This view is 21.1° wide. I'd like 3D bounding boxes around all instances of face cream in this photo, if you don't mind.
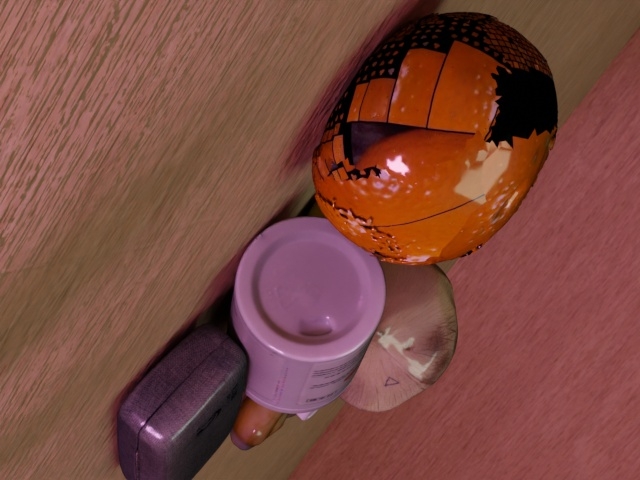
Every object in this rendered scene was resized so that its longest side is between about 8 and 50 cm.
[{"bbox_3d":[-0.028,0.103,1.753,0.145,0.145,0.369,-47,172,-19],"label":"face cream"}]

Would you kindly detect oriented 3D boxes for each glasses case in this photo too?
[{"bbox_3d":[-0.143,0.183,1.747,0.131,0.074,0.323,-48,172,-18],"label":"glasses case"}]

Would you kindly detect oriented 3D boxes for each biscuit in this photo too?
[{"bbox_3d":[-0.005,0.153,2.377,0.290,0.062,0.237,-54,170,29],"label":"biscuit"}]

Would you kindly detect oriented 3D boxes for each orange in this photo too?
[{"bbox_3d":[0.100,-0.088,1.490,0.234,0.182,0.234,-36,162,-14],"label":"orange"}]

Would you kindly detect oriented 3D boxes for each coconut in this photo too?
[{"bbox_3d":[0.073,0.106,2.117,0.224,0.224,0.224,-48,172,-9],"label":"coconut"}]

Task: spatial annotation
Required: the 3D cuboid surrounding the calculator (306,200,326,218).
[{"bbox_3d":[0.030,-0.033,1.774,0.146,0.032,0.235,-49,165,-17],"label":"calculator"}]
